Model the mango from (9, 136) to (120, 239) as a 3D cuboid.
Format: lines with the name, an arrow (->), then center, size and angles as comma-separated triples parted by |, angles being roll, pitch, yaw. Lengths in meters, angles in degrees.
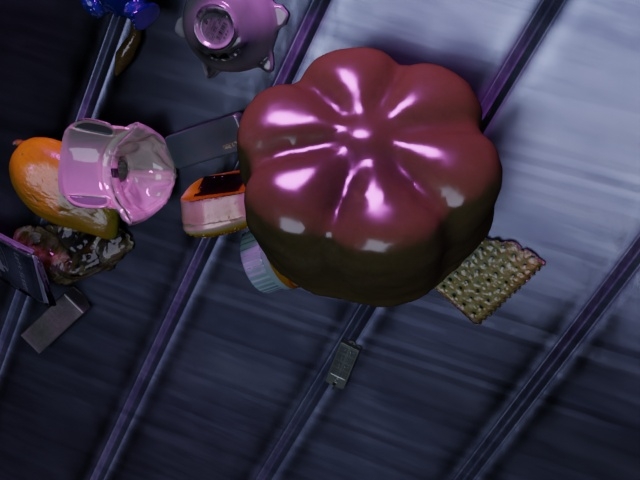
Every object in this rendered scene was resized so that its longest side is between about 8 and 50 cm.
mango -> -0.578, -0.118, 1.945 | 0.317, 0.119, 0.176 | 37, 99, 2

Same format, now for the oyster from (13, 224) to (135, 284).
oyster -> -0.584, 0.016, 2.022 | 0.294, 0.094, 0.166 | -16, 95, 18

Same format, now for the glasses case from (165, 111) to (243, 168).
glasses case -> -0.237, -0.212, 1.829 | 0.184, 0.039, 0.077 | -14, 104, 24

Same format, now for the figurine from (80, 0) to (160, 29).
figurine -> -0.419, -0.529, 1.743 | 0.262, 0.121, 0.164 | 44, 112, 19

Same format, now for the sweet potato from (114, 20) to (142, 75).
sweet potato -> -0.404, -0.415, 1.817 | 0.041, 0.038, 0.153 | 19, 115, -12

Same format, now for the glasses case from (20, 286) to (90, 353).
glasses case -> -0.658, 0.198, 2.137 | 0.205, 0.047, 0.071 | -39, 97, 27

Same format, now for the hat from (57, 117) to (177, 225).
hat -> -0.450, -0.154, 1.878 | 0.226, 0.164, 0.219 | 12, 96, 25

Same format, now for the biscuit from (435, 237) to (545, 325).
biscuit -> 0.333, 0.069, 1.740 | 0.144, 0.016, 0.203 | 40, 119, 2

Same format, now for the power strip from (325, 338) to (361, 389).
power strip -> 0.049, 0.283, 1.924 | 0.051, 0.019, 0.136 | 25, 116, 8

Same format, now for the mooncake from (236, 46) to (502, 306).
mooncake -> 0.084, -0.121, 1.512 | 0.467, 0.467, 0.262 | 16, 156, 14

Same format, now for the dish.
dish -> -0.188, -0.417, 1.708 | 0.236, 0.086, 0.228 | -26, 99, 27

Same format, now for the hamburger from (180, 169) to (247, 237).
hamburger -> -0.189, -0.072, 1.792 | 0.210, 0.173, 0.116 | -10, 118, 11

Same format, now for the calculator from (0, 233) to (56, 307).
calculator -> -0.739, 0.054, 2.061 | 0.274, 0.028, 0.165 | 22, 132, 32

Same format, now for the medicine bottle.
medicine bottle -> 0.000, 0.000, 1.757 | 0.318, 0.158, 0.158 | -20, 102, 26
